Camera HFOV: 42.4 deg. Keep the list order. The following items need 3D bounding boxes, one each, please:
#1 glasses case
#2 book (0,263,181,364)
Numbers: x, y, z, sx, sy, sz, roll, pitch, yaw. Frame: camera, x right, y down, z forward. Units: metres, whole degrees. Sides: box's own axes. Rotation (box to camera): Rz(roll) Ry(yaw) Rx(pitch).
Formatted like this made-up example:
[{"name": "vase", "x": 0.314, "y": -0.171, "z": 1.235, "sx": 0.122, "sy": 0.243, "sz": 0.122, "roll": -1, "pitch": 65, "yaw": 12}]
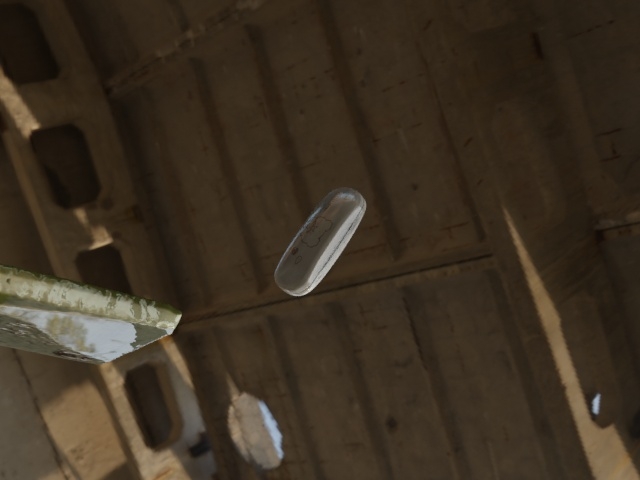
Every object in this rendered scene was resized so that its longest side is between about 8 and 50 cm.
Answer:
[{"name": "glasses case", "x": 0.000, "y": 0.000, "z": 1.274, "sx": 0.074, "sy": 0.193, "sz": 0.049, "roll": 21, "pitch": -19, "yaw": 43}, {"name": "book", "x": -0.351, "y": 0.072, "z": 0.864, "sx": 0.239, "sy": 0.352, "sz": 0.035, "roll": -27, "pitch": -127, "yaw": 52}]
